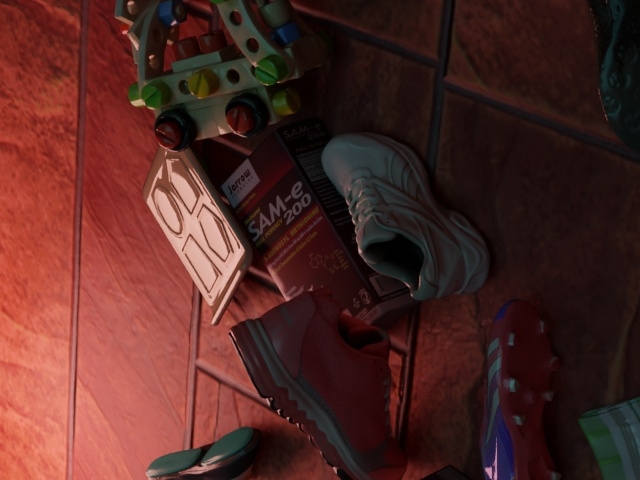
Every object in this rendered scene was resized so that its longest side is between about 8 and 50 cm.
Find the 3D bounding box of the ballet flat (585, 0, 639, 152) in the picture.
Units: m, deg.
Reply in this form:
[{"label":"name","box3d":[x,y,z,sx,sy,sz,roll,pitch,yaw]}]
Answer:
[{"label":"ballet flat","box3d":[0.281,-0.203,1.772,0.084,0.058,0.250,-16,99,12]}]

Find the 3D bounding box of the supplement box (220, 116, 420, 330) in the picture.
[{"label":"supplement box","box3d":[0.000,0.000,2.110,0.130,0.073,0.239,-44,71,44]}]

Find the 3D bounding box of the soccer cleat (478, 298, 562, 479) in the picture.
[{"label":"soccer cleat","box3d":[0.194,0.179,1.975,0.095,0.083,0.248,9,113,48]}]

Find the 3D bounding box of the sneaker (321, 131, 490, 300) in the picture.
[{"label":"sneaker","box3d":[0.069,-0.027,1.998,0.232,0.115,0.090,45,131,25]}]

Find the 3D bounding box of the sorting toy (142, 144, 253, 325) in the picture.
[{"label":"sorting toy","box3d":[-0.140,-0.024,2.241,0.208,0.038,0.193,62,156,15]}]

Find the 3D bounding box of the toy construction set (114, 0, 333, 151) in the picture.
[{"label":"toy construction set","box3d":[-0.119,-0.220,2.095,0.328,0.151,0.215,-3,110,49]}]

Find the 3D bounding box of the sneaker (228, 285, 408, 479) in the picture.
[{"label":"sneaker","box3d":[0.035,0.161,2.037,0.136,0.314,0.116,-36,44,6]}]

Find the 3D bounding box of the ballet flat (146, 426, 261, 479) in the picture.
[{"label":"ballet flat","box3d":[-0.129,0.280,2.351,0.203,0.074,0.074,-23,87,41]}]

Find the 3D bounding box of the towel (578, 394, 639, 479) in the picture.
[{"label":"towel","box3d":[0.328,0.207,1.886,0.152,0.023,0.113,-24,86,47]}]

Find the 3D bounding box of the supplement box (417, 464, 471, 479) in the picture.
[{"label":"supplement box","box3d":[0.122,0.287,2.078,0.043,0.083,0.055,35,126,33]}]
